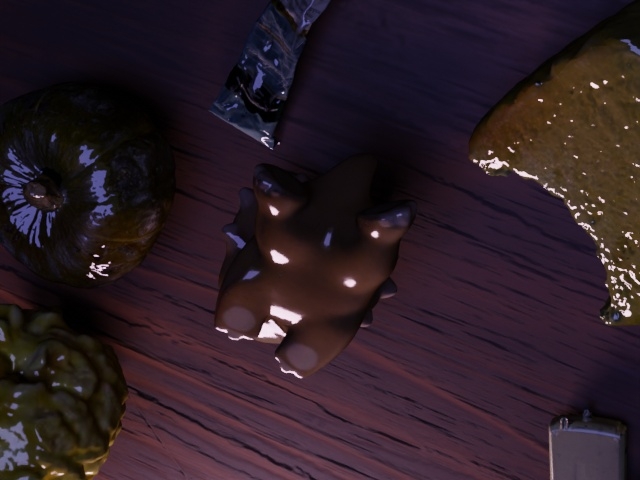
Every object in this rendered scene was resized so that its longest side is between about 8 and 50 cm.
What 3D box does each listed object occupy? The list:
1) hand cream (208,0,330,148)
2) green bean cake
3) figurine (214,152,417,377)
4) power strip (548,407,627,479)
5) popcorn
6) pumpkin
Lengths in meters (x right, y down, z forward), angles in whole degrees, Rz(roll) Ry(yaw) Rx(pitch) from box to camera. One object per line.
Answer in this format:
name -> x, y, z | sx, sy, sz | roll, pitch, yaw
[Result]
hand cream -> -0.026, -0.205, 1.323 | 0.075, 0.052, 0.248 | 47, 127, 27
green bean cake -> 0.273, -0.067, 1.182 | 0.236, 0.124, 0.233 | 51, 141, -1
figurine -> -0.005, 0.002, 1.310 | 0.177, 0.173, 0.247 | 15, 130, 5
power strip -> 0.266, 0.241, 1.367 | 0.076, 0.028, 0.169 | 4, 112, 21
popcorn -> -0.317, 0.171, 1.466 | 0.181, 0.216, 0.235 | -41, 51, 49
pumpkin -> -0.252, -0.055, 1.399 | 0.219, 0.162, 0.219 | 6, 106, 21
